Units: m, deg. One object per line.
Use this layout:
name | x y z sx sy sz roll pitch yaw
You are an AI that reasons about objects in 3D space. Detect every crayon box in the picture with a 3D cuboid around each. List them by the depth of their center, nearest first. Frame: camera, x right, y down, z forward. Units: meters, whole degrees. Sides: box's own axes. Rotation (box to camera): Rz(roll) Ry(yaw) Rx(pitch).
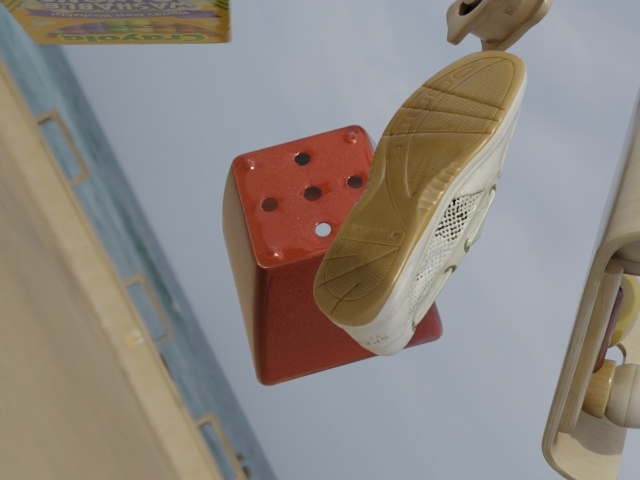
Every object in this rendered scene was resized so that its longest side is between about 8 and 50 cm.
crayon box | -0.182 -0.243 0.981 0.323 0.203 0.083 158 -69 -86

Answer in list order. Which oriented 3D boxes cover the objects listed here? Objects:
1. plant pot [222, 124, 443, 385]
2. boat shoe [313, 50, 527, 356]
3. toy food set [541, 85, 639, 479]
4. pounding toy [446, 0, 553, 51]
plant pot | 0.000 0.000 1.435 0.235 0.267 0.267 77 -3 -58
boat shoe | 0.093 -0.032 0.873 0.098 0.277 0.096 17 -24 41
toy food set | 0.244 0.020 0.779 0.092 0.219 0.306 16 -40 13
pounding toy | 0.253 -0.391 1.541 0.155 0.154 0.269 24 -30 -16
